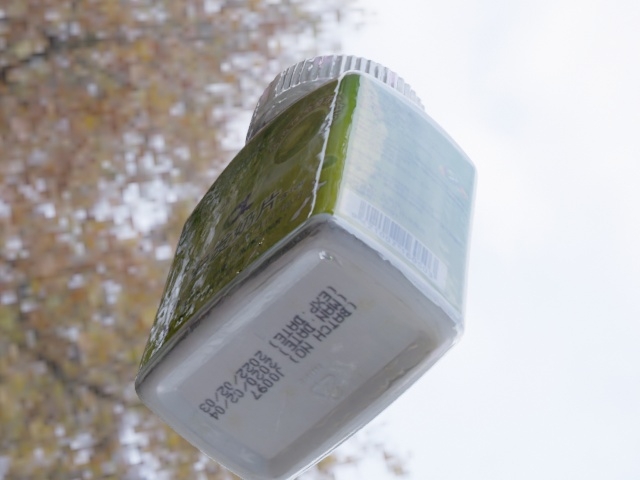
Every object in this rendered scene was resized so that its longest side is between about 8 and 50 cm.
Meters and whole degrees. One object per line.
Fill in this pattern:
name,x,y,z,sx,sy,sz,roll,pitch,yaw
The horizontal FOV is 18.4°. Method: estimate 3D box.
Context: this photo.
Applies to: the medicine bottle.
medicine bottle,0.000,0.000,0.867,0.132,0.088,0.188,-43,-161,28
